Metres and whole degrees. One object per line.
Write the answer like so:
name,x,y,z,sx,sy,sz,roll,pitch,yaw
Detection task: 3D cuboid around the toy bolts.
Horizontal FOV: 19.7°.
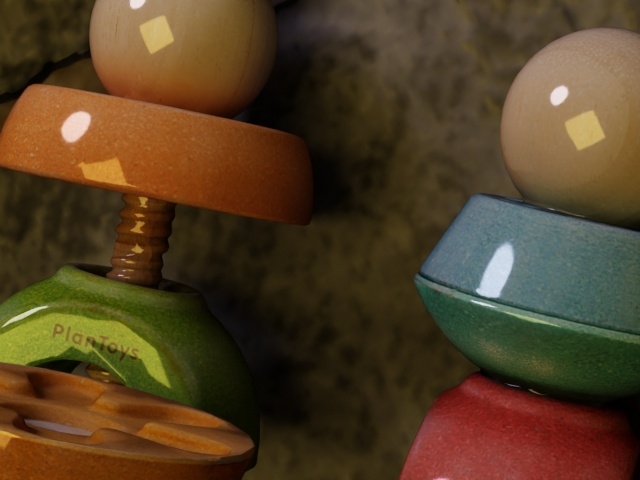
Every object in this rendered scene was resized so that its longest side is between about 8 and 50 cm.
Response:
toy bolts,0.000,0.000,0.518,0.229,0.218,0.158,13,93,7
